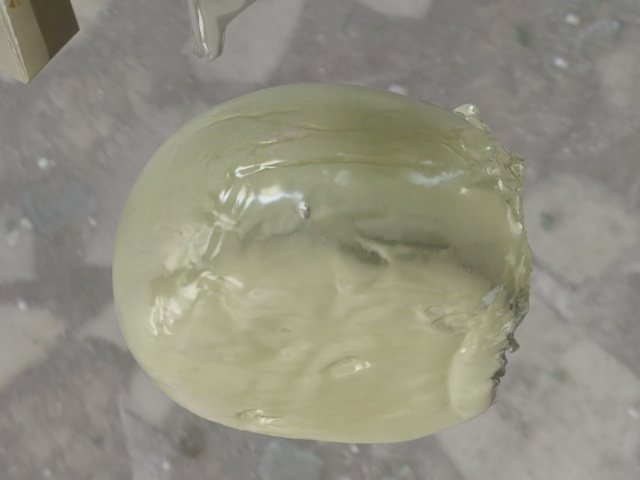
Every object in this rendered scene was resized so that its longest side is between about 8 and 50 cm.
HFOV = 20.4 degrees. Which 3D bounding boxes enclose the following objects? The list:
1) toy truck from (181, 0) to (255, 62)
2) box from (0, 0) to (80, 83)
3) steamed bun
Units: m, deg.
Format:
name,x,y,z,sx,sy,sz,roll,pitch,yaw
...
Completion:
name,x,y,z,sx,sy,sz,roll,pitch,yaw
toy truck,-0.001,-0.186,0.406,0.111,0.136,0.286,-6,130,-13
box,-0.257,-0.197,1.137,0.058,0.201,0.141,-50,153,-24
steamed bun,0.000,0.000,1.362,0.312,0.233,0.334,8,146,-8
